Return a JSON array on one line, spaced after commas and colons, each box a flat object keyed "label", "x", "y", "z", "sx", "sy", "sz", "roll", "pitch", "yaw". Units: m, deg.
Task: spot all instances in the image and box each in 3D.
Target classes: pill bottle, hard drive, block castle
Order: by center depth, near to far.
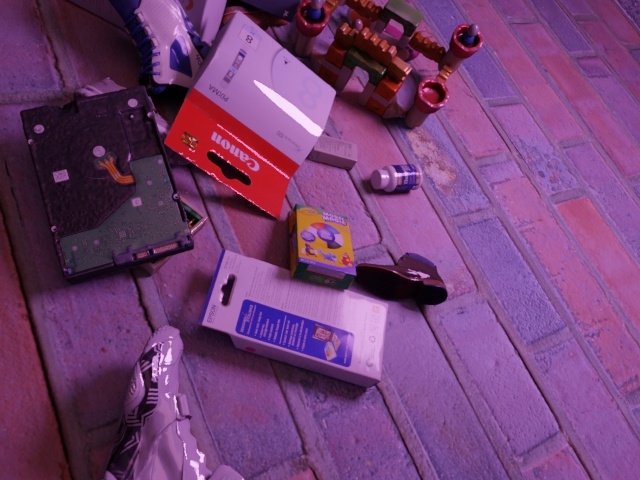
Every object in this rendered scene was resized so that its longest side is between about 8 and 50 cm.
[{"label": "hard drive", "x": -0.399, "y": -0.111, "z": 1.072, "sx": 0.237, "sy": 0.064, "sz": 0.338, "roll": -18, "pitch": 78, "yaw": -15}, {"label": "pill bottle", "x": 0.190, "y": -0.156, "z": 1.423, "sx": 0.120, "sy": 0.067, "sz": 0.067, "roll": -6, "pitch": 64, "yaw": -27}, {"label": "block castle", "x": 0.174, "y": -0.542, "z": 1.515, "sx": 0.453, "sy": 0.213, "sz": 0.303, "roll": 33, "pitch": 70, "yaw": -1}]

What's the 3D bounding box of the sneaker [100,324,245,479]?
[{"label": "sneaker", "x": -0.225, "y": 0.328, "z": 0.913, "sx": 0.210, "sy": 0.137, "sz": 0.365, "roll": 16, "pitch": 61, "yaw": -14}]

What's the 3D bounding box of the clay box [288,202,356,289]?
[{"label": "clay box", "x": 0.000, "y": 0.000, "z": 1.222, "sx": 0.128, "sy": 0.053, "sz": 0.222, "roll": 14, "pitch": 39, "yaw": -17}]

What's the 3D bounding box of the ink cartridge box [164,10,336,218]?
[{"label": "ink cartridge box", "x": -0.140, "y": -0.286, "z": 1.280, "sx": 0.308, "sy": 0.091, "sz": 0.384, "roll": 34, "pitch": 52, "yaw": -27}]

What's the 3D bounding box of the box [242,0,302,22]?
[{"label": "box", "x": -0.183, "y": -0.780, "z": 1.525, "sx": 0.344, "sy": 0.178, "sz": 0.312, "roll": 19, "pitch": 39, "yaw": -12}]

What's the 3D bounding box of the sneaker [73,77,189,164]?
[{"label": "sneaker", "x": -0.380, "y": -0.270, "z": 1.222, "sx": 0.281, "sy": 0.105, "sz": 0.115, "roll": 32, "pitch": 54, "yaw": -2}]

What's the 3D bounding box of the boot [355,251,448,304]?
[{"label": "boot", "x": 0.176, "y": 0.076, "z": 1.289, "sx": 0.219, "sy": 0.082, "sz": 0.106, "roll": 17, "pitch": 34, "yaw": -8}]

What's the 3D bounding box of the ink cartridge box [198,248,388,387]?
[{"label": "ink cartridge box", "x": -0.046, "y": 0.156, "z": 1.133, "sx": 0.371, "sy": 0.069, "sz": 0.175, "roll": 21, "pitch": 54, "yaw": -13}]

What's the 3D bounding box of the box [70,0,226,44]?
[{"label": "box", "x": -0.409, "y": -0.621, "z": 1.355, "sx": 0.346, "sy": 0.215, "sz": 0.168, "roll": 27, "pitch": 53, "yaw": -7}]

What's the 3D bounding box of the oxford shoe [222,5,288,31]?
[{"label": "oxford shoe", "x": -0.172, "y": -0.587, "z": 1.542, "sx": 0.212, "sy": 0.076, "sz": 0.075, "roll": -16, "pitch": 99, "yaw": -34}]

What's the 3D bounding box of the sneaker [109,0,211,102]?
[{"label": "sneaker", "x": -0.362, "y": -0.424, "z": 1.272, "sx": 0.315, "sy": 0.128, "sz": 0.182, "roll": 45, "pitch": 57, "yaw": -28}]

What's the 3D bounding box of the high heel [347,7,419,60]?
[{"label": "high heel", "x": 0.193, "y": -0.629, "z": 1.716, "sx": 0.244, "sy": 0.082, "sz": 0.117, "roll": 36, "pitch": 35, "yaw": 11}]

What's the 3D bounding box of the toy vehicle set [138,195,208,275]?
[{"label": "toy vehicle set", "x": -0.385, "y": -0.069, "z": 1.142, "sx": 0.267, "sy": 0.035, "sz": 0.166, "roll": 37, "pitch": 53, "yaw": 1}]

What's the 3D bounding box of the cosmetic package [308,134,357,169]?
[{"label": "cosmetic package", "x": 0.032, "y": -0.220, "z": 1.410, "sx": 0.115, "sy": 0.041, "sz": 0.060, "roll": 14, "pitch": 55, "yaw": -16}]
